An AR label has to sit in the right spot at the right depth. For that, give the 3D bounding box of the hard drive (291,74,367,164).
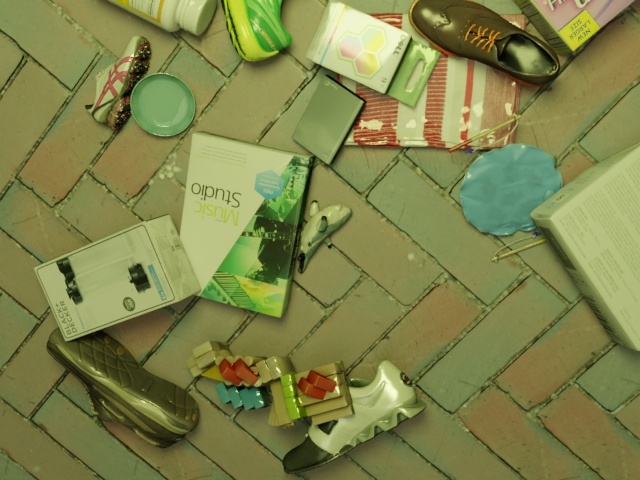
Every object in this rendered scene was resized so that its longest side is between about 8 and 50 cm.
[{"bbox_3d":[0.015,-0.221,1.193,0.094,0.022,0.135,38,116,17],"label":"hard drive"}]

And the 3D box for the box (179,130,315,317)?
[{"bbox_3d":[-0.153,-0.030,1.257,0.232,0.058,0.321,13,107,11],"label":"box"}]

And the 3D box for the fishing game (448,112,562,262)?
[{"bbox_3d":[0.347,-0.095,1.191,0.189,0.041,0.264,-26,114,12],"label":"fishing game"}]

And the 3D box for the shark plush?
[{"bbox_3d":[0.000,0.000,1.262,0.067,0.073,0.161,17,103,-29],"label":"shark plush"}]

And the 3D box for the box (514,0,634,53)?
[{"bbox_3d":[0.410,-0.468,1.056,0.213,0.117,0.243,-40,97,14],"label":"box"}]

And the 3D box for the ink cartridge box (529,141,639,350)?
[{"bbox_3d":[0.617,-0.038,1.170,0.385,0.091,0.308,-38,100,-3],"label":"ink cartridge box"}]

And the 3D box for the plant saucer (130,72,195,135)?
[{"bbox_3d":[-0.298,-0.258,1.234,0.119,0.021,0.119,-3,112,-8],"label":"plant saucer"}]

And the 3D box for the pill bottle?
[{"bbox_3d":[-0.296,-0.447,1.148,0.215,0.117,0.117,27,106,-1],"label":"pill bottle"}]

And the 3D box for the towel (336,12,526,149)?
[{"bbox_3d":[0.192,-0.285,1.173,0.329,0.037,0.237,3,104,7],"label":"towel"}]

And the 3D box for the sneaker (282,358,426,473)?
[{"bbox_3d":[0.041,0.353,1.326,0.331,0.122,0.146,-35,80,15],"label":"sneaker"}]

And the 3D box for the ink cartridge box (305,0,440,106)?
[{"bbox_3d":[0.091,-0.323,1.131,0.209,0.062,0.109,26,103,2],"label":"ink cartridge box"}]

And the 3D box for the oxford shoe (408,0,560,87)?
[{"bbox_3d":[0.274,-0.341,1.080,0.271,0.098,0.096,24,104,3],"label":"oxford shoe"}]

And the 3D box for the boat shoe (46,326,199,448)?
[{"bbox_3d":[-0.427,0.316,1.354,0.355,0.132,0.130,37,105,-2],"label":"boat shoe"}]

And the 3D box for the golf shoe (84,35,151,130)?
[{"bbox_3d":[-0.383,-0.304,1.221,0.086,0.067,0.186,29,106,0],"label":"golf shoe"}]

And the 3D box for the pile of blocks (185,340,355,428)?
[{"bbox_3d":[-0.117,0.285,1.265,0.362,0.113,0.148,6,81,20],"label":"pile of blocks"}]

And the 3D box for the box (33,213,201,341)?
[{"bbox_3d":[-0.400,0.076,1.279,0.290,0.087,0.169,-19,95,22],"label":"box"}]

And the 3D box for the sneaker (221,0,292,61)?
[{"bbox_3d":[-0.119,-0.467,1.143,0.124,0.109,0.295,-14,99,-18],"label":"sneaker"}]
